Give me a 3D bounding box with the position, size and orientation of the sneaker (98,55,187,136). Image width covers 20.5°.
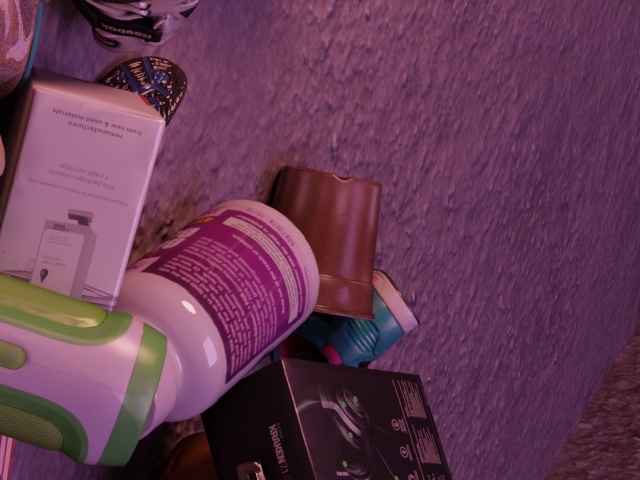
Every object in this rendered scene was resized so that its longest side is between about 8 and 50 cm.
[{"bbox_3d":[-0.201,-0.094,1.719,0.211,0.080,0.081,-57,175,-27],"label":"sneaker"}]

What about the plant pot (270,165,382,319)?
[{"bbox_3d":[0.000,0.000,2.131,0.167,0.167,0.165,8,93,-67],"label":"plant pot"}]

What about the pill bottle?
[{"bbox_3d":[-0.141,0.086,1.855,0.301,0.169,0.169,-40,143,-51],"label":"pill bottle"}]

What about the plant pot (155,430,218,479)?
[{"bbox_3d":[-0.098,0.354,2.071,0.291,0.291,0.203,69,28,-57],"label":"plant pot"}]

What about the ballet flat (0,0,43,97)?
[{"bbox_3d":[-0.259,-0.265,1.407,0.106,0.107,0.316,3,106,-40],"label":"ballet flat"}]

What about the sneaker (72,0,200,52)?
[{"bbox_3d":[-0.160,-0.222,1.563,0.146,0.122,0.330,-63,178,18],"label":"sneaker"}]

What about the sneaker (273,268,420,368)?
[{"bbox_3d":[0.023,0.128,2.326,0.178,0.124,0.295,-34,180,-6],"label":"sneaker"}]

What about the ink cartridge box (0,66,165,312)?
[{"bbox_3d":[-0.235,0.004,1.532,0.207,0.117,0.283,-137,-118,-74],"label":"ink cartridge box"}]

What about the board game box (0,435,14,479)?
[{"bbox_3d":[-0.348,0.209,1.648,0.147,0.045,0.193,-27,132,-59],"label":"board game box"}]

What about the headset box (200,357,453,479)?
[{"bbox_3d":[0.018,0.271,1.935,0.283,0.131,0.246,11,55,-52],"label":"headset box"}]

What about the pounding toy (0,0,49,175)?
[{"bbox_3d":[-0.290,-0.149,1.299,0.154,0.155,0.269,-28,106,-72],"label":"pounding toy"}]

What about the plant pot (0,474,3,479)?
[{"bbox_3d":[-0.384,0.248,1.308,0.305,0.334,0.334,-8,116,-78],"label":"plant pot"}]

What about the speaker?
[{"bbox_3d":[-0.275,0.078,1.360,0.131,0.296,0.131,-161,-90,-80],"label":"speaker"}]
